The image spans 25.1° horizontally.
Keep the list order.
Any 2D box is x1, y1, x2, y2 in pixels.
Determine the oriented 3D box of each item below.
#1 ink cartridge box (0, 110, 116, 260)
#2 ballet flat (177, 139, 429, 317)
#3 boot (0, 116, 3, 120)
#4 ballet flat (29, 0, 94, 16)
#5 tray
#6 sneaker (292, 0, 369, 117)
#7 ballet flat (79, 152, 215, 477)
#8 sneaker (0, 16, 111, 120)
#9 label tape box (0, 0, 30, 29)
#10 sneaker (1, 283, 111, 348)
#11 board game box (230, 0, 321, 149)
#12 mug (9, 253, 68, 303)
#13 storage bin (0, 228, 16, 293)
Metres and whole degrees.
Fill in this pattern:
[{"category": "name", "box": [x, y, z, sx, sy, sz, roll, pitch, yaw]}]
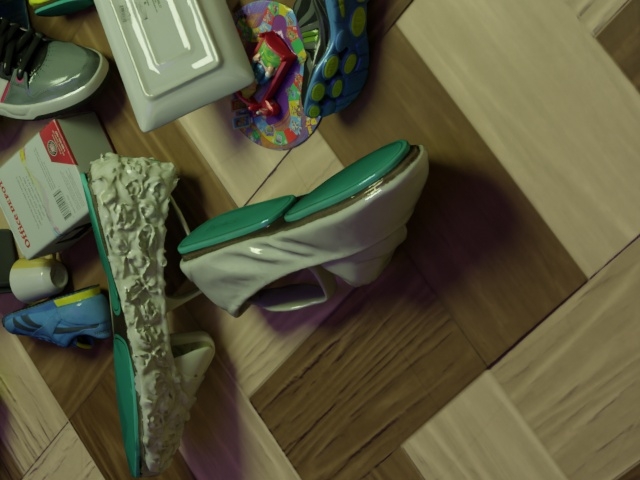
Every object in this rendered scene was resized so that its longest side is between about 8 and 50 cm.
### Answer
[{"category": "ink cartridge box", "box": [-0.336, -0.070, 1.857, 0.175, 0.072, 0.127, -32, 81, 43]}, {"category": "ballet flat", "box": [0.000, 0.000, 1.556, 0.400, 0.139, 0.139, -20, 89, 48]}, {"category": "boot", "box": [-0.522, -0.058, 1.965, 0.236, 0.089, 0.270, 3, 83, 54]}, {"category": "ballet flat", "box": [-0.273, -0.317, 1.732, 0.231, 0.077, 0.077, 2, 91, 43]}, {"category": "tray", "box": [-0.185, -0.270, 1.621, 0.145, 0.030, 0.270, -24, 76, 11]}, {"category": "sneaker", "box": [0.010, -0.220, 1.518, 0.078, 0.067, 0.188, 40, 131, 53]}, {"category": "ballet flat", "box": [-0.195, 0.092, 1.739, 0.147, 0.147, 0.409, 3, 105, 42]}, {"category": "sneaker", "box": [-0.414, -0.250, 1.779, 0.295, 0.124, 0.178, 4, 148, 27]}, {"category": "label tape box", "box": [-0.529, -0.389, 1.910, 0.249, 0.115, 0.348, -9, 95, 43]}, {"category": "sneaker", "box": [-0.355, 0.117, 1.935, 0.209, 0.069, 0.082, -15, 96, 43]}, {"category": "board game box", "box": [-0.065, -0.182, 1.607, 0.133, 0.033, 0.169, 2, 104, 42]}, {"category": "mug", "box": [-0.377, 0.044, 1.940, 0.064, 0.062, 0.078, -8, 103, 35]}, {"category": "storage bin", "box": [-0.487, 0.034, 2.018, 0.135, 0.098, 0.091, -9, 86, 43]}]
